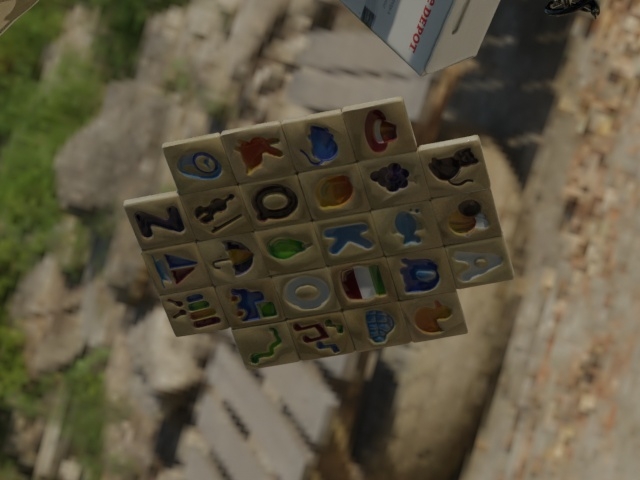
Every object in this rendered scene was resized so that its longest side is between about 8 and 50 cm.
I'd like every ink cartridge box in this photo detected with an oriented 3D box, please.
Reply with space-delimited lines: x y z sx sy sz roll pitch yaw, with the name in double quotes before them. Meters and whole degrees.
"ink cartridge box" 0.056 -0.189 1.260 0.135 0.056 0.099 46 136 25

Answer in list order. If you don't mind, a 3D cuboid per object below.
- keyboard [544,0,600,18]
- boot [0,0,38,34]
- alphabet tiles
"keyboard" 0.081 -0.128 0.703 0.192 0.038 0.100 -50 -45 -76
"boot" -0.217 -0.133 1.070 0.203 0.095 0.262 -43 13 17
"alphabet tiles" 0.000 0.000 1.828 0.011 0.342 0.285 -85 -19 -51
